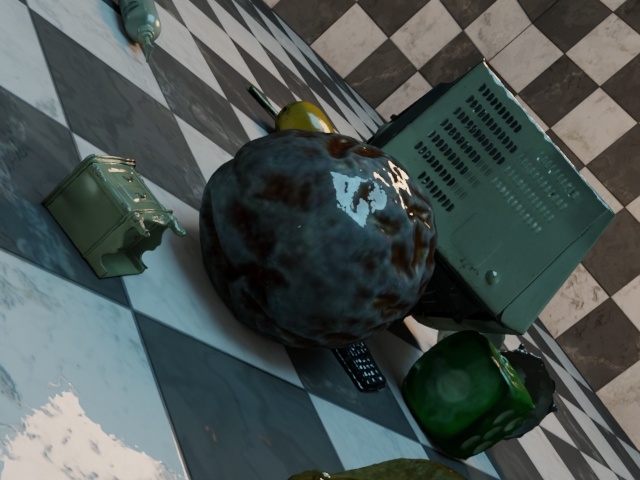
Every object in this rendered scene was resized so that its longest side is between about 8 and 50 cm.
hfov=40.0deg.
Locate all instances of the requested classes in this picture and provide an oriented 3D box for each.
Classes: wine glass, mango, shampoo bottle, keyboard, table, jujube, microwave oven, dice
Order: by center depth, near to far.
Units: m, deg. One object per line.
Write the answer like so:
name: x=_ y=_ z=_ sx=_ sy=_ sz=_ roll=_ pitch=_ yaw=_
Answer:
table: x=-0.171 y=-0.020 z=0.740 sx=0.083 sy=0.062 sz=0.079 roll=52 pitch=14 yaw=9
jujube: x=0.005 y=-0.008 z=0.945 sx=0.246 sy=0.215 sz=0.308 roll=52 pitch=17 yaw=1
keyboard: x=0.006 y=0.091 z=1.103 sx=0.231 sy=0.023 sz=0.072 roll=54 pitch=16 yaw=22
dice: x=0.196 y=0.205 z=1.167 sx=0.120 sy=0.131 sz=0.128 roll=35 pitch=17 yaw=-54
microwave oven: x=0.179 y=-0.031 z=1.290 sx=0.333 sy=0.247 sz=0.394 roll=47 pitch=-11 yaw=-4
shampoo bottle: x=-0.270 y=-0.333 z=1.328 sx=0.056 sy=0.056 sz=0.195 roll=39 pitch=15 yaw=-37
wine glass: x=0.270 y=0.201 z=1.417 sx=0.156 sy=0.156 sz=0.232 roll=46 pitch=8 yaw=-14
mango: x=-0.017 y=-0.195 z=1.697 sx=0.137 sy=0.098 sz=0.195 roll=54 pitch=6 yaw=32

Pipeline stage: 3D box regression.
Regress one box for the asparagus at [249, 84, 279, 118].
asparagus: x=-0.063 y=-0.231 z=1.806 sx=0.233 sy=0.022 sz=0.023 roll=45 pitch=-31 yaw=-10

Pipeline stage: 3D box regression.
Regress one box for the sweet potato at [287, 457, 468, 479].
sweet potato: x=0.109 y=0.285 z=0.630 sx=0.369 sy=0.158 sz=0.158 roll=52 pitch=11 yaw=-20
